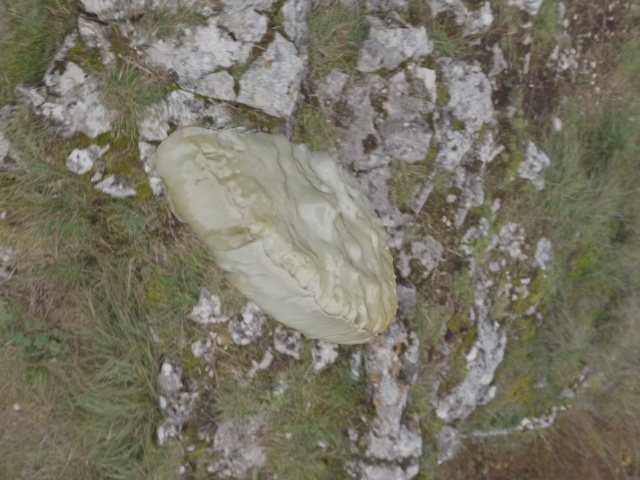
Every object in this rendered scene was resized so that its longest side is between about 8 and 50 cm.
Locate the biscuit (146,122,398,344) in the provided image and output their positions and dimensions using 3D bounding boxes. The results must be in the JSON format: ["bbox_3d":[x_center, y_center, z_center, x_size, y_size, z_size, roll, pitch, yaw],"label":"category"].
[{"bbox_3d":[0.000,0.000,0.464,0.084,0.281,0.179,-34,78,18],"label":"biscuit"}]
